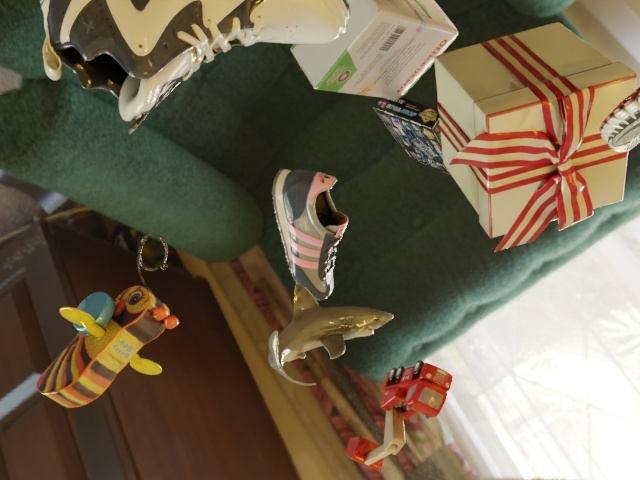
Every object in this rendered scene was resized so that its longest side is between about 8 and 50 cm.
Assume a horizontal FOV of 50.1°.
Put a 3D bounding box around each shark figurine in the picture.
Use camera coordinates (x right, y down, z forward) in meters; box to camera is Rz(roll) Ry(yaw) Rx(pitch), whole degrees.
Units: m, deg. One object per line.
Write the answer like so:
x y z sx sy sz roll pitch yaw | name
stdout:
-0.029 0.128 1.042 0.166 0.116 0.278 -6 -173 35 | shark figurine

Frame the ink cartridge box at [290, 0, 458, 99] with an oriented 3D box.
0.112 -0.400 1.373 0.278 0.117 0.201 -7 150 -48 | ink cartridge box

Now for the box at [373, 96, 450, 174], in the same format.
0.239 -0.239 1.573 0.051 0.175 0.220 -55 140 -6 | box

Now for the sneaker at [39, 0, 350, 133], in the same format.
-0.095 -0.145 0.516 0.235 0.153 0.094 11 166 -22 | sneaker

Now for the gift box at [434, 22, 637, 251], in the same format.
0.313 -0.156 1.074 0.276 0.258 0.255 -21 129 0 | gift box

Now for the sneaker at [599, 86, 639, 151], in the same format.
0.344 -0.120 0.622 0.088 0.093 0.225 -35 180 -17 | sneaker

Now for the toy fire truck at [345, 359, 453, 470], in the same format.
0.105 0.243 0.938 0.135 0.047 0.192 -67 -171 -22 | toy fire truck

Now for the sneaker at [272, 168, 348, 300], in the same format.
0.000 0.000 1.411 0.112 0.131 0.319 -59 142 -45 | sneaker

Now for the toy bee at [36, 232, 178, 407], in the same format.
-0.306 0.127 1.054 0.195 0.162 0.298 22 83 -46 | toy bee
